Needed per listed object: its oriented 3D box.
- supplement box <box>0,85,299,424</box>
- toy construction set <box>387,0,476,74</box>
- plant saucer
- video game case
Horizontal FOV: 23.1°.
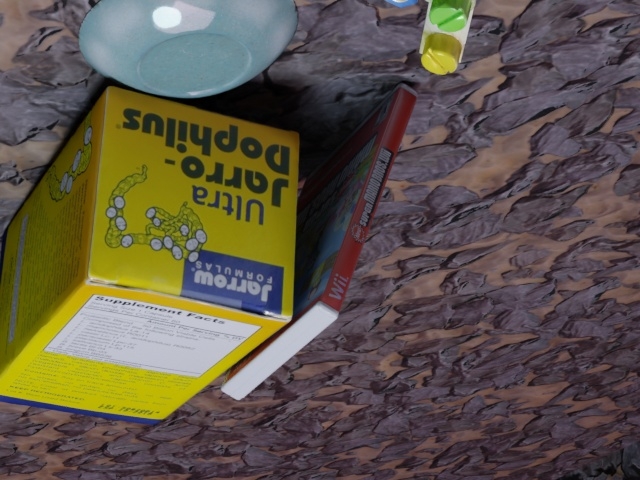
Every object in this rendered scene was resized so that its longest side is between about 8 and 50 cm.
[{"bbox_3d":[-0.181,0.029,1.520,0.194,0.195,0.356,12,154,-23],"label":"supplement box"},{"bbox_3d":[0.097,-0.269,1.100,0.215,0.151,0.327,28,133,-17],"label":"toy construction set"},{"bbox_3d":[-0.113,-0.168,1.372,0.195,0.037,0.195,-8,155,-4],"label":"plant saucer"},{"bbox_3d":[0.000,0.000,1.509,0.025,0.285,0.204,31,142,-13],"label":"video game case"}]
